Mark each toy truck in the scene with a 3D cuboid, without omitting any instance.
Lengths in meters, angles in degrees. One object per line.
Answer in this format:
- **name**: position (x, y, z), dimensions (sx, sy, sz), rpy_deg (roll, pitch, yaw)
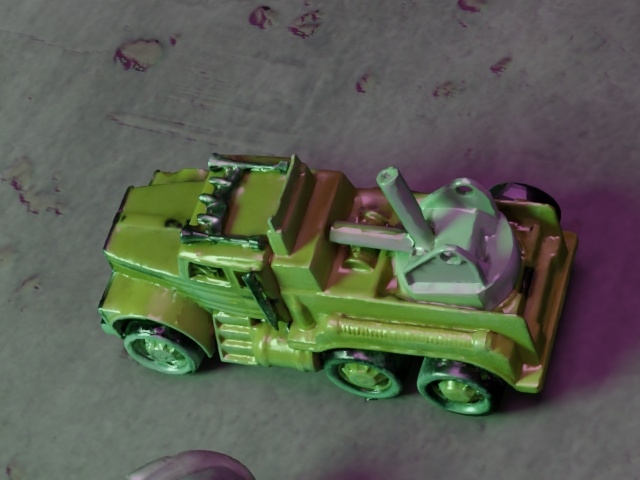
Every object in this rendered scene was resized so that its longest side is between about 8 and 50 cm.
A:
- **toy truck**: position (-0.002, 0.001, 0.874), dimensions (0.259, 0.135, 0.128), rpy_deg (3, 57, 26)

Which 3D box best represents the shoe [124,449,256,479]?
- **shoe**: position (-0.086, 0.211, 0.773), dimensions (0.125, 0.099, 0.227), rpy_deg (23, 71, 40)
